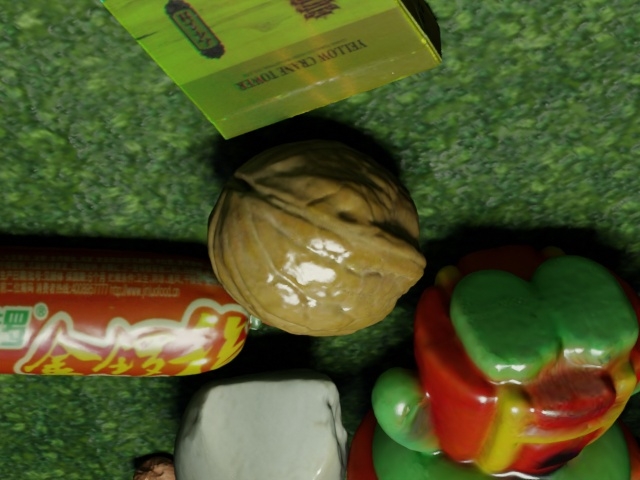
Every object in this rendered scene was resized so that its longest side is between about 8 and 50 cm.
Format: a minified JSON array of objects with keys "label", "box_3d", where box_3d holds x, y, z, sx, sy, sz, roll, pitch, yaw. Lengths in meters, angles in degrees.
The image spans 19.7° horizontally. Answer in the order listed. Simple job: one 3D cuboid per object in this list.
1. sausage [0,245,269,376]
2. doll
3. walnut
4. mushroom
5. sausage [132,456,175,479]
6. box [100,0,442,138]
[{"label":"sausage","box_3d":[-0.151,0.038,1.027,0.264,0.083,0.083,1,145,-6]},{"label":"doll","box_3d":[0.103,0.158,1.113,0.183,0.160,0.363,-15,131,-21]},{"label":"walnut","box_3d":[0.000,0.000,0.957,0.105,0.105,0.124,-29,141,33]},{"label":"mushroom","box_3d":[-0.030,0.158,1.191,0.118,0.103,0.270,4,157,8]},{"label":"sausage","box_3d":[-0.102,0.177,1.259,0.034,0.034,0.083,-12,143,14]},{"label":"box","box_3d":[-0.038,-0.125,0.831,0.121,0.030,0.193,-17,143,21]}]
